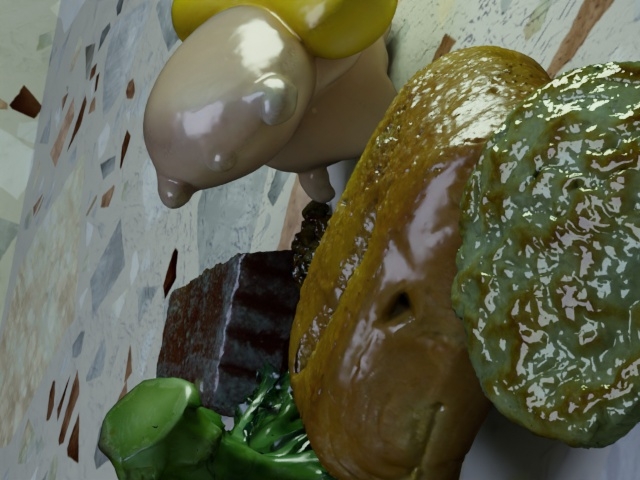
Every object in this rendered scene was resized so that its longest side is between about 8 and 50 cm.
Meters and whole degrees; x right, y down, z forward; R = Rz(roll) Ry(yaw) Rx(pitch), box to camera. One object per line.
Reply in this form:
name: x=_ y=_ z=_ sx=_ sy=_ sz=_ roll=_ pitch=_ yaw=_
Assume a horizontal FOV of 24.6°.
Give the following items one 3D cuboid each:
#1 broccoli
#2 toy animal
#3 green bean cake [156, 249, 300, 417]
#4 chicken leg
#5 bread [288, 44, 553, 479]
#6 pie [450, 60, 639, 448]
broccoli: x=-0.054 y=0.222 z=1.287 sx=0.297 sy=0.297 sz=0.297 roll=-21 pitch=39 yaw=18
toy animal: x=-0.012 y=-0.161 z=1.528 sx=0.277 sy=0.247 sz=0.345 roll=-16 pitch=42 yaw=27
green bean cake: x=-0.104 y=0.099 z=1.693 sx=0.232 sy=0.097 sz=0.199 roll=1 pitch=78 yaw=67
chicken leg: x=0.000 y=0.000 z=1.565 sx=0.178 sy=0.070 sz=0.093 roll=-95 pitch=2 yaw=-64
bread: x=0.083 y=0.003 z=1.166 sx=0.337 sy=0.148 sz=0.328 roll=-88 pitch=18 yaw=-66
pie: x=0.172 y=0.003 z=0.921 sx=0.201 sy=0.090 sz=0.248 roll=17 pitch=86 yaw=48
